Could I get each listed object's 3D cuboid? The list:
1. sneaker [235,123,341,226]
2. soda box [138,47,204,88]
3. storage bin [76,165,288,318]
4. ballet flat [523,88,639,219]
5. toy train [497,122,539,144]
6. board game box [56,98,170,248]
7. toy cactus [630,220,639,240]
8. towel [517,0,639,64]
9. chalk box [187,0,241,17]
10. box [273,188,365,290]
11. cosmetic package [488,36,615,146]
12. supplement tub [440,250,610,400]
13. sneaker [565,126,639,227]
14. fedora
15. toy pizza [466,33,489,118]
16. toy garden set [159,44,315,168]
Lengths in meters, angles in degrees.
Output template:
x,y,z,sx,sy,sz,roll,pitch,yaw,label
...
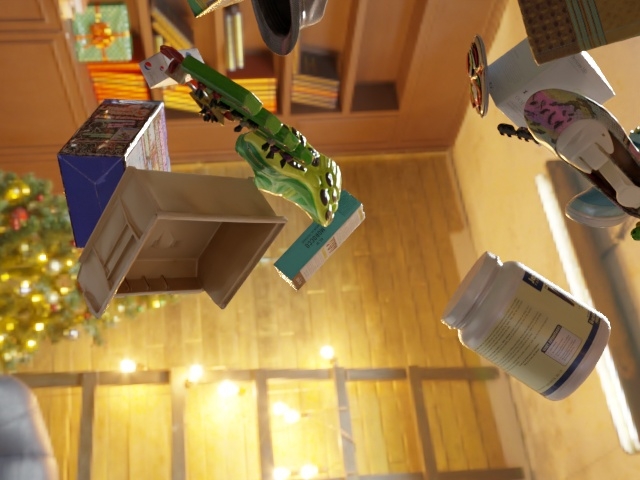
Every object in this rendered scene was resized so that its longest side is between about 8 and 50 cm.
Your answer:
x,y,z,sx,sy,sz,roll,pitch,yaw,label
-0.052,-0.126,1.408,0.295,0.124,0.109,47,58,-50,sneaker
-0.374,-0.443,1.942,0.069,0.074,0.216,64,21,-8,soda box
-0.242,0.012,1.292,0.260,0.262,0.123,-53,-124,30,storage bin
0.324,-0.093,0.871,0.077,0.221,0.079,-41,-150,30,ballet flat
0.487,-0.255,1.813,0.027,0.158,0.036,-63,-149,34,toy train
-0.441,-0.151,1.675,0.291,0.141,0.232,-80,172,-58,board game box
0.735,-0.076,1.568,0.219,0.180,0.112,-54,174,-21,toy cactus
0.413,-0.388,0.925,0.271,0.370,0.040,65,29,-25,towel
-0.181,-0.581,1.345,0.180,0.179,0.289,-12,-72,54,chalk box
0.000,0.000,1.781,0.060,0.244,0.100,40,-9,18,box
0.556,-0.384,1.861,0.225,0.224,0.138,-37,-133,26,cosmetic package
0.469,0.194,1.762,0.235,0.325,0.235,-56,175,-8,supplement tub
0.680,-0.157,1.702,0.127,0.319,0.208,35,-47,44,sneaker
-0.063,-0.553,1.647,0.244,0.124,0.275,31,-42,58,fedora
0.375,-0.395,1.833,0.201,0.032,0.201,-6,90,-86,toy pizza
-0.135,-0.183,1.052,0.049,0.204,0.244,-56,157,0,toy garden set
